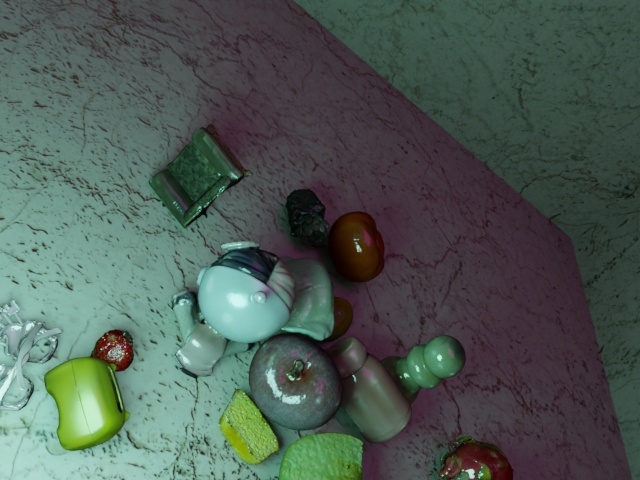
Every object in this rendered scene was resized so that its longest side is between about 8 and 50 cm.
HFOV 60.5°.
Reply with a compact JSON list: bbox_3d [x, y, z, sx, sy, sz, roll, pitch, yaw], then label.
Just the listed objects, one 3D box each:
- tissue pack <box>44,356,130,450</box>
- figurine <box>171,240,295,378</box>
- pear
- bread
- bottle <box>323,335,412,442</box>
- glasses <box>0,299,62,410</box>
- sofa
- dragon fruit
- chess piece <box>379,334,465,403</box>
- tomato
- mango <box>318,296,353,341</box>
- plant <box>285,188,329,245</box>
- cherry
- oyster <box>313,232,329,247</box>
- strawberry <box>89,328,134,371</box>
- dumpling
[{"bbox_3d":[-0.478,0.330,1.131,0.127,0.123,0.178,-21,72,-10],"label":"tissue pack"},{"bbox_3d":[-0.206,0.176,1.366,0.253,0.361,0.211,27,35,-28],"label":"figurine"},{"bbox_3d":[-0.018,0.625,1.370,0.239,0.139,0.288,28,42,-24],"label":"pear"},{"bbox_3d":[-0.187,0.473,1.381,0.187,0.065,0.103,54,40,0],"label":"bread"},{"bbox_3d":[0.112,0.434,1.618,0.297,0.206,0.173,56,37,-11],"label":"bottle"},{"bbox_3d":[-0.634,0.232,1.100,0.162,0.095,0.256,26,42,-17],"label":"glasses"},{"bbox_3d":[-0.357,-0.183,1.574,0.200,0.258,0.182,52,25,-1],"label":"sofa"},{"bbox_3d":[0.493,0.740,1.747,0.227,0.224,0.224,24,46,-28],"label":"dragon fruit"},{"bbox_3d":[0.311,0.405,1.717,0.182,0.330,0.182,26,43,-28],"label":"chess piece"},{"bbox_3d":[0.128,0.023,1.939,0.260,0.179,0.260,-13,90,-71],"label":"tomato"},{"bbox_3d":[0.027,0.253,1.745,0.194,0.092,0.130,-18,76,-45],"label":"mango"},{"bbox_3d":[-0.047,-0.080,1.886,0.129,0.132,0.195,-14,51,-12],"label":"plant"},{"bbox_3d":[-0.063,0.372,1.436,0.261,0.221,0.307,41,-10,18],"label":"cherry"},{"bbox_3d":[-0.001,0.000,1.966,0.132,0.029,0.086,30,49,-30],"label":"oyster"},{"bbox_3d":[-0.473,0.252,1.249,0.106,0.106,0.106,26,45,-29],"label":"strawberry"},{"bbox_3d":[-0.082,0.178,1.597,0.270,0.320,0.212,-36,105,-22],"label":"dumpling"}]
